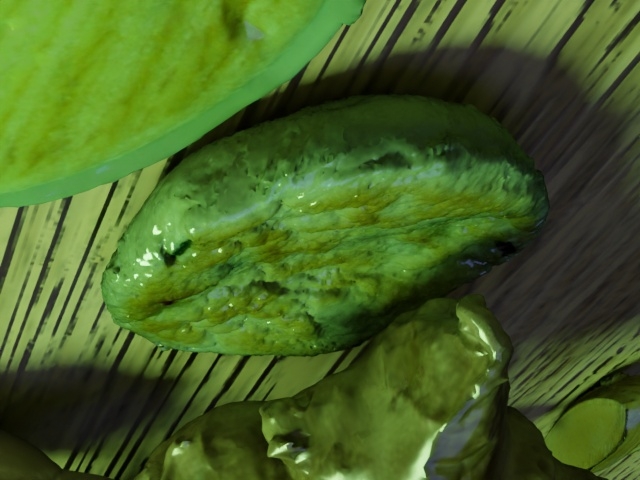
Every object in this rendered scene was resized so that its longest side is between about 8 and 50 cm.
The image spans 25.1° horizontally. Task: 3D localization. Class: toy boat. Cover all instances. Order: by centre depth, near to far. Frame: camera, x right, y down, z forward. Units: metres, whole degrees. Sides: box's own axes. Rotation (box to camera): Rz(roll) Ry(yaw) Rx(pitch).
[{"bbox_3d":[0.186,0.118,0.925,0.049,0.047,0.149,-19,161,-28],"label":"toy boat"}]

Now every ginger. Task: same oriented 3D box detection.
[{"bbox_3d":[0.021,0.116,0.647,0.218,0.123,0.270,6,120,-6],"label":"ginger"}]

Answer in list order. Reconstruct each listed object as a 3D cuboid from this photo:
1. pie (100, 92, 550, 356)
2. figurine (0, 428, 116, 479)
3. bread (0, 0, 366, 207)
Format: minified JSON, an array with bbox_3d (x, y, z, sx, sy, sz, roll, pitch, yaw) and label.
[{"bbox_3d":[0.000,0.000,0.580,0.186,0.041,0.187,-14,157,-6],"label":"pie"},{"bbox_3d":[-0.171,0.147,0.680,0.138,0.125,0.125,12,142,-45],"label":"figurine"},{"bbox_3d":[-0.115,-0.088,0.335,0.301,0.045,0.301,-13,152,-7],"label":"bread"}]
